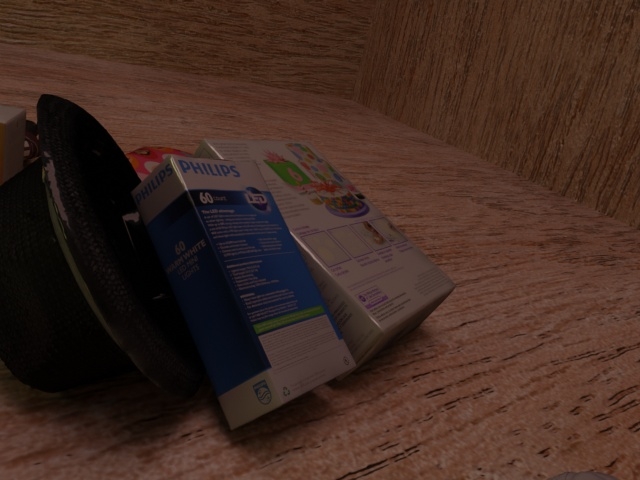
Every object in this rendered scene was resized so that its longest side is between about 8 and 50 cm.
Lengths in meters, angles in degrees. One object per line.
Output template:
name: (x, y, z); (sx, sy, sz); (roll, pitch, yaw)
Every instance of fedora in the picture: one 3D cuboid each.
fedora: (-0.243, 0.027, 0.547); (0.152, 0.334, 0.334); (-26, 30, -3)

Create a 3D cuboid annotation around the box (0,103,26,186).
box: (-0.472, -0.095, 0.719); (0.130, 0.171, 0.091); (8, 21, -16)

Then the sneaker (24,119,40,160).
sneaker: (-0.636, -0.207, 1.008); (0.281, 0.107, 0.162); (29, 18, 8)

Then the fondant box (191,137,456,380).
fondant box: (0.000, 0.000, 0.742); (0.330, 0.096, 0.238); (47, 29, 18)

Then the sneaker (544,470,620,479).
sneaker: (0.168, 0.263, 0.367); (0.268, 0.101, 0.153); (-6, 30, -30)

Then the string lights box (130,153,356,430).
string lights box: (-0.078, 0.041, 0.568); (0.133, 0.076, 0.260); (-6, 65, -56)

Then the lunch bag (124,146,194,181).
lunch bag: (-0.202, -0.050, 0.853); (0.258, 0.120, 0.293); (17, 21, 3)
